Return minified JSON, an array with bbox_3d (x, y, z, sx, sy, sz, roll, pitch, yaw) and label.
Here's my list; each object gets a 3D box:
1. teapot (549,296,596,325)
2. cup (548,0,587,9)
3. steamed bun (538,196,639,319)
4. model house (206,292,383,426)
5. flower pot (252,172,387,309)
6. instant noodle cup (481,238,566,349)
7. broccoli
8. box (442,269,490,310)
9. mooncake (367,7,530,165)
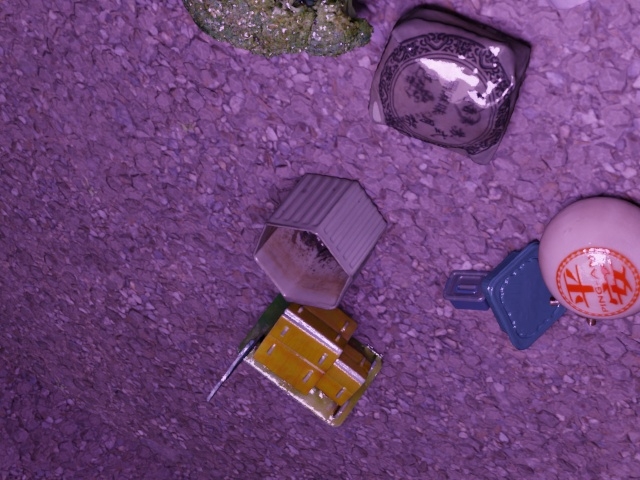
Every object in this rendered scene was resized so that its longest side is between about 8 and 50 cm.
[{"bbox_3d":[0.493,0.117,1.929,0.110,0.085,0.080,6,124,13],"label":"teapot"},{"bbox_3d":[0.338,-0.438,1.415,0.167,0.221,0.202,-35,110,20],"label":"cup"},{"bbox_3d":[0.494,0.043,1.786,0.231,0.145,0.232,11,119,21],"label":"steamed bun"},{"bbox_3d":[-0.044,0.289,2.214,0.300,0.340,0.323,37,165,2],"label":"model house"},{"bbox_3d":[0.000,0.000,2.089,0.209,0.190,0.239,31,139,6],"label":"flower pot"},{"bbox_3d":[0.387,0.103,1.964,0.070,0.157,0.179,17,142,55],"label":"instant noodle cup"},{"bbox_3d":[-0.094,-0.461,1.637,0.413,0.321,0.310,54,131,4],"label":"broccoli"},{"bbox_3d":[0.308,0.106,2.070,0.099,0.074,0.054,1,140,35],"label":"box"},{"bbox_3d":[0.211,-0.262,1.729,0.250,0.136,0.254,23,139,9],"label":"mooncake"}]
